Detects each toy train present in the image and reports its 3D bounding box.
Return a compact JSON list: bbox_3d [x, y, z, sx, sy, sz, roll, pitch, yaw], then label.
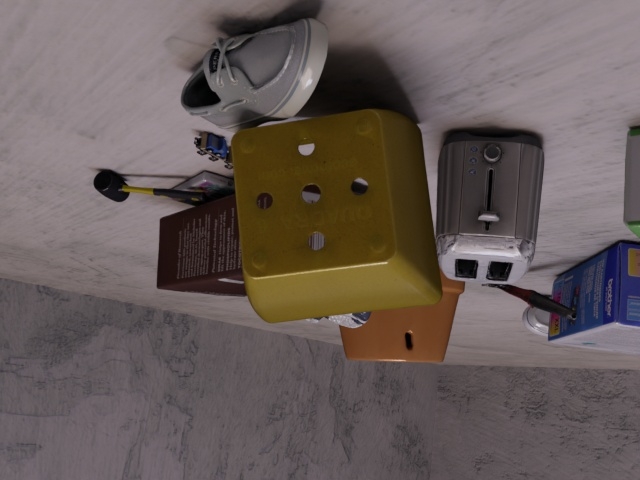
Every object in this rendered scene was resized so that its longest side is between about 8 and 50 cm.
[{"bbox_3d":[-0.113,-0.111,0.962,0.036,0.027,0.158,-8,161,36],"label":"toy train"}]

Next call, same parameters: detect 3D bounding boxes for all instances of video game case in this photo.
[{"bbox_3d":[-0.161,-0.073,1.158,0.143,0.019,0.157,16,165,-30],"label":"video game case"}]

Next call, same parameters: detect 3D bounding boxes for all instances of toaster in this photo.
[{"bbox_3d":[0.207,-0.032,0.871,0.129,0.146,0.227,5,166,11],"label":"toaster"}]

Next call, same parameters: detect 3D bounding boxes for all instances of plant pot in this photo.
[{"bbox_3d":[0.152,0.147,1.429,0.291,0.203,0.291,2,171,0],"label":"plant pot"},{"bbox_3d":[0.008,-0.032,0.718,0.212,0.212,0.187,-7,171,9],"label":"plant pot"}]

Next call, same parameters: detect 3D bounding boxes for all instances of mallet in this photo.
[{"bbox_3d":[-0.272,-0.077,1.129,0.190,0.039,0.062,9,166,10],"label":"mallet"}]

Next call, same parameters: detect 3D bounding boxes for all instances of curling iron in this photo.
[{"bbox_3d":[0.416,0.116,1.396,0.068,0.035,0.274,11,-171,-24],"label":"curling iron"}]

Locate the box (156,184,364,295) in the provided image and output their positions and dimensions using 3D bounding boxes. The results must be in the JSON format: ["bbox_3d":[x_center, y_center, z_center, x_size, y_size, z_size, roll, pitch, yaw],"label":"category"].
[{"bbox_3d":[-0.098,0.010,1.128,0.191,0.143,0.381,9,169,-37],"label":"box"}]

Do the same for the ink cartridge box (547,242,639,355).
[{"bbox_3d":[0.614,0.117,1.255,0.270,0.151,0.395,8,168,1],"label":"ink cartridge box"}]

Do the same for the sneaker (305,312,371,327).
[{"bbox_3d":[0.036,0.067,1.220,0.094,0.153,0.235,34,160,-15],"label":"sneaker"}]

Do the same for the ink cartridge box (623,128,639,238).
[{"bbox_3d":[0.485,-0.036,0.773,0.201,0.117,0.278,-4,162,40],"label":"ink cartridge box"}]

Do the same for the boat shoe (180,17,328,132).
[{"bbox_3d":[-0.074,-0.154,0.660,0.081,0.079,0.227,10,170,-29],"label":"boat shoe"}]

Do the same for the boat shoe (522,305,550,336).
[{"bbox_3d":[0.618,0.180,1.631,0.268,0.096,0.088,6,162,2],"label":"boat shoe"}]
